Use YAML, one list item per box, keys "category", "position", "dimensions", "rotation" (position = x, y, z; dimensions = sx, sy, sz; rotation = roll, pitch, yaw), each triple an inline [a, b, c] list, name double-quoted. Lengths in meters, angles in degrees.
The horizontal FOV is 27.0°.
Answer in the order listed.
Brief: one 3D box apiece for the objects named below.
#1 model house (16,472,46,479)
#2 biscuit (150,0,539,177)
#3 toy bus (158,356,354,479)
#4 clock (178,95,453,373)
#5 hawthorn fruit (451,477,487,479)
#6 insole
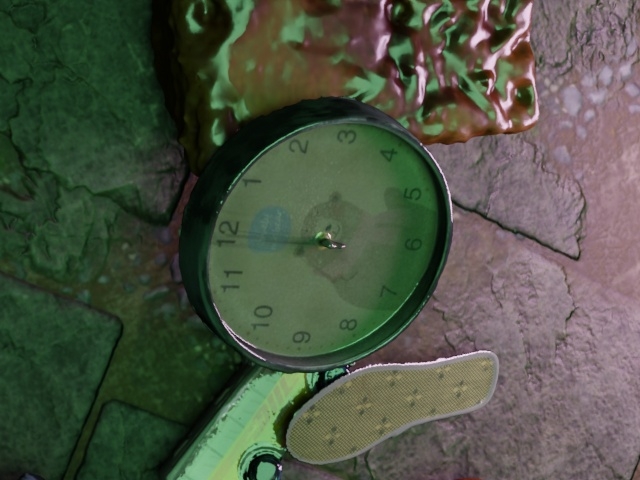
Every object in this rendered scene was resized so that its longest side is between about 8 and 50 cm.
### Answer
- category: "model house"
  position: [-0.266, 0.431, 1.219]
  dimensions: [0.297, 0.339, 0.360]
  rotation: [23, 94, -35]
- category: "biscuit"
  position: [0.023, -0.251, 1.368]
  dimensions: [0.395, 0.166, 0.343]
  rotation: [-8, 101, -21]
- category: "toy bus"
  position: [-0.056, 0.175, 1.407]
  dimensions: [0.106, 0.092, 0.268]
  rotation: [41, 78, -9]
- category: "clock"
  position: [0.000, 0.000, 1.298]
  dimensions: [0.280, 0.055, 0.281]
  rotation: [-10, 116, -22]
- category: "hawthorn fruit"
  position: [0.159, 0.325, 1.477]
  dimensions: [0.125, 0.140, 0.125]
  rotation: [-1, 85, 13]
- category: "insole"
  position: [0.086, 0.176, 1.446]
  dimensions: [0.322, 0.007, 0.109]
  rotation: [-7, 114, -41]
